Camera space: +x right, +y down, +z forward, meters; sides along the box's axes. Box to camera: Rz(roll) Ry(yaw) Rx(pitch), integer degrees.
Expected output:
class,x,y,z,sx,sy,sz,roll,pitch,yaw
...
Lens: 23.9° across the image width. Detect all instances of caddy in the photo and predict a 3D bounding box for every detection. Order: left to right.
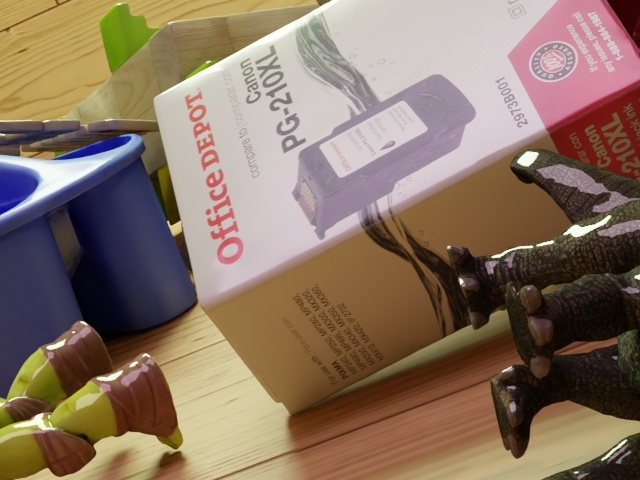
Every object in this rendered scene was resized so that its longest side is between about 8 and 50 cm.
class,x,y,z,sx,sy,sz,roll,pitch,yaw
caddy,-0.259,0.019,1.125,0.341,0.179,0.241,-14,17,42

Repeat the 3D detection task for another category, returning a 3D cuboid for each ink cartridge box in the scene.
class,x,y,z,sx,sy,sz,roll,pitch,yaw
ink cartridge box,0.046,-0.046,0.773,0.237,0.100,0.172,-28,43,9

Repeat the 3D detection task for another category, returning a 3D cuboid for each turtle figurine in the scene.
class,x,y,z,sx,sy,sz,roll,pitch,yaw
turtle figurine,-0.194,0.118,0.772,0.217,0.087,0.269,-31,13,-28

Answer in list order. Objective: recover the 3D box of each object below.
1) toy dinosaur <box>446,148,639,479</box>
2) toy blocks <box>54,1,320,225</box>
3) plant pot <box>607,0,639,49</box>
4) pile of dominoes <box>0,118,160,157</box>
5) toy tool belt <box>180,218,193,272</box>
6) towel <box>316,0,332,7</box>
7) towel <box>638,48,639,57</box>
class,x,y,z,sx,sy,sz,roll,pitch,yaw
toy dinosaur,0.138,0.026,0.534,0.160,0.121,0.313,-13,7,-2
toy blocks,-0.054,-0.117,1.335,0.261,0.190,0.381,-11,-5,-28
plant pot,0.114,-0.154,0.931,0.191,0.191,0.174,-23,8,7
pile of dominoes,-0.249,-0.066,1.218,0.196,0.040,0.251,-3,0,-27
toy tool belt,-0.079,-0.013,1.167,0.052,0.083,0.051,34,42,31
towel,0.147,-0.216,1.057,0.312,0.324,0.056,-21,41,16
towel,0.263,-0.053,0.473,0.275,0.031,0.199,0,2,-22
